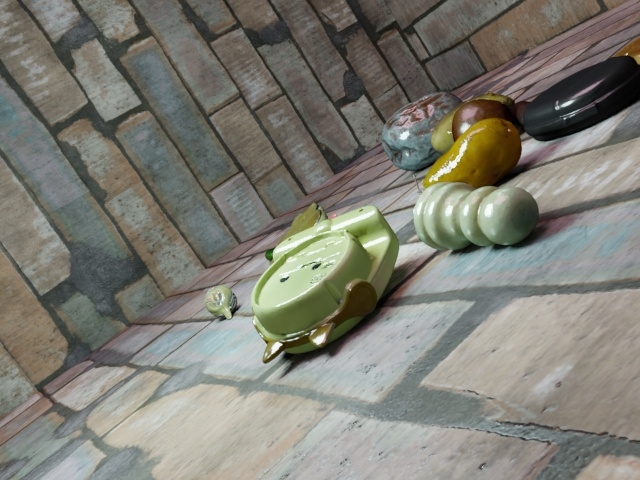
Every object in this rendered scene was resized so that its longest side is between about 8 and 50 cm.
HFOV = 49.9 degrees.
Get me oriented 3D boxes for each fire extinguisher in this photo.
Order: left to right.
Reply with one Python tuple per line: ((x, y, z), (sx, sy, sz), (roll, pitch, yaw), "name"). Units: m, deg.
((0.575, -0.345, 1.927), (0.268, 0.072, 0.089), (-78, 8, -77), "fire extinguisher")

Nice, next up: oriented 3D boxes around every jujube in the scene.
((0.368, -0.382, 2.364), (0.308, 0.215, 0.246), (-33, 8, -9), "jujube")

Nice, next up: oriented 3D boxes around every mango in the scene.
((0.348, -0.181, 1.593), (0.248, 0.156, 0.151), (-31, 45, 24), "mango")

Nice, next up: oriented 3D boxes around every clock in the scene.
((-0.008, 0.090, 1.342), (0.286, 0.117, 0.348), (-22, 25, 31), "clock")

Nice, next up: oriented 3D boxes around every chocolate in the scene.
((0.458, -0.326, 1.939), (0.176, 0.177, 0.177), (-33, 9, 6), "chocolate")

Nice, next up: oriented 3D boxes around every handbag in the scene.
((0.614, -0.334, 1.632), (0.253, 0.093, 0.308), (-36, 9, -21), "handbag")

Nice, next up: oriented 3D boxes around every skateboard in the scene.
((0.311, -0.173, 1.974), (0.083, 0.064, 0.032), (-19, 4, 14), "skateboard")

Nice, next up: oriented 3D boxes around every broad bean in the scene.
((-0.106, 0.007, 2.496), (0.291, 0.049, 0.144), (-28, 9, 33), "broad bean")

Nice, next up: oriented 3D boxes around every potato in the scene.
((0.471, -0.368, 2.127), (0.191, 0.141, 0.296), (-22, -2, -43), "potato")

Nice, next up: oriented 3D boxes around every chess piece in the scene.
((0.282, -0.041, 1.208), (0.133, 0.133, 0.243), (-36, 16, -18), "chess piece")

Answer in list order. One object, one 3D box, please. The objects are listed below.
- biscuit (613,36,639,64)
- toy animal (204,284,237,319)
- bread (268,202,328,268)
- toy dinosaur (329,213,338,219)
((0.885, -0.520, 1.829), (0.202, 0.044, 0.289), (-30, 11, 24), "biscuit")
((-0.289, 0.198, 2.080), (0.098, 0.137, 0.098), (-29, -34, -22), "toy animal")
((-0.062, -0.012, 2.164), (0.286, 0.056, 0.207), (-43, 21, 33), "bread")
((-0.002, 0.006, 2.175), (0.139, 0.070, 0.286), (-60, 16, -18), "toy dinosaur")
